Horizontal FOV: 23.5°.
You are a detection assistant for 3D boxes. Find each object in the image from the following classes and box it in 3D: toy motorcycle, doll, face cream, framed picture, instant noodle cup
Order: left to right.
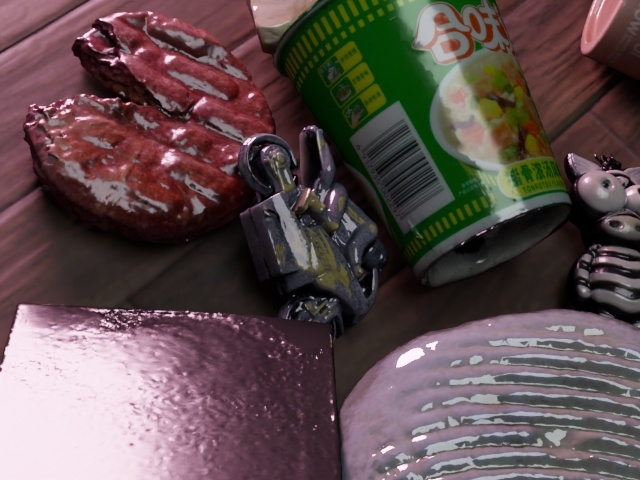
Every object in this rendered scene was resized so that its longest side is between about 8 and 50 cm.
[{"bbox_3d":[-0.107,0.135,1.051,0.244,0.013,0.324,3,30,-4],"label":"framed picture"},{"bbox_3d":[0.000,0.000,1.252,0.124,0.061,0.193,-6,77,-36],"label":"toy motorcycle"},{"bbox_3d":[0.098,-0.095,1.287,0.207,0.207,0.232,-16,73,-28],"label":"instant noodle cup"},{"bbox_3d":[0.259,0.006,1.352,0.091,0.067,0.219,9,55,-10],"label":"doll"},{"bbox_3d":[0.326,-0.224,1.469,0.104,0.149,0.149,23,54,-4],"label":"face cream"}]

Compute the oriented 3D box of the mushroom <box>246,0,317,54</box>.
[{"bbox_3d":[0.020,-0.222,1.387,0.247,0.108,0.096,-14,93,-35],"label":"mushroom"}]

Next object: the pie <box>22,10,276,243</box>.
[{"bbox_3d":[-0.140,-0.092,1.278,0.204,0.054,0.218,38,52,6],"label":"pie"}]

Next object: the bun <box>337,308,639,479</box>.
[{"bbox_3d":[0.166,0.218,1.098,0.354,0.194,0.354,-1,54,1],"label":"bun"}]
